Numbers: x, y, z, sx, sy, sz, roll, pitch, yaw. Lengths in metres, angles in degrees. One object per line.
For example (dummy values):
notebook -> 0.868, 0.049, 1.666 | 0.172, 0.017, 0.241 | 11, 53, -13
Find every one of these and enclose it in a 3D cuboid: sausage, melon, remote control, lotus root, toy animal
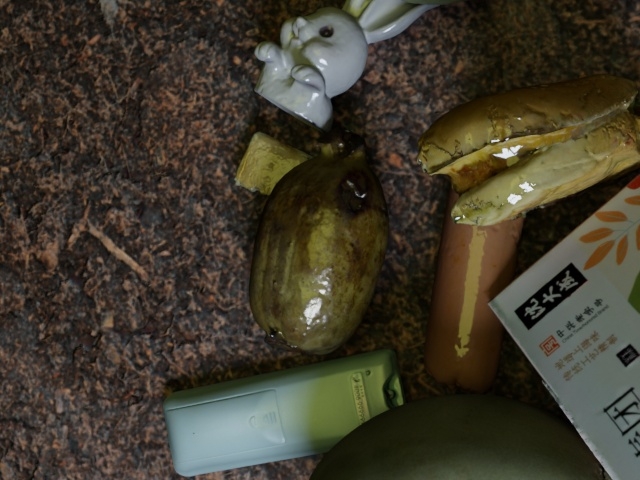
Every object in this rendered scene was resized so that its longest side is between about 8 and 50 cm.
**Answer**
sausage -> 0.168, 0.018, 0.998 | 0.086, 0.086, 0.289 | 9, 91, 18
melon -> 0.137, 0.282, 0.898 | 0.330, 0.268, 0.268 | -13, 83, 20
remote control -> -0.046, 0.202, 1.074 | 0.293, 0.051, 0.103 | -14, 83, 15
lotus root -> 0.000, 0.000, 1.029 | 0.145, 0.128, 0.260 | 15, 90, 29
toy animal -> 0.022, -0.234, 1.037 | 0.221, 0.131, 0.104 | -54, 47, 6

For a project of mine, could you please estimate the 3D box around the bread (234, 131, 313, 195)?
bread -> -0.053, -0.084, 1.099 | 0.083, 0.035, 0.070 | 21, 94, 11

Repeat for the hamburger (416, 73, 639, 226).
hamburger -> 0.222, -0.102, 0.899 | 0.262, 0.131, 0.124 | -19, 79, -27

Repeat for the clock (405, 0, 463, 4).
clock -> 0.129, -0.367, 1.028 | 0.235, 0.029, 0.235 | -2, 75, 7

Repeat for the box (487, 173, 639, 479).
box -> 0.398, 0.068, 0.821 | 0.385, 0.122, 0.344 | -42, 43, 11
